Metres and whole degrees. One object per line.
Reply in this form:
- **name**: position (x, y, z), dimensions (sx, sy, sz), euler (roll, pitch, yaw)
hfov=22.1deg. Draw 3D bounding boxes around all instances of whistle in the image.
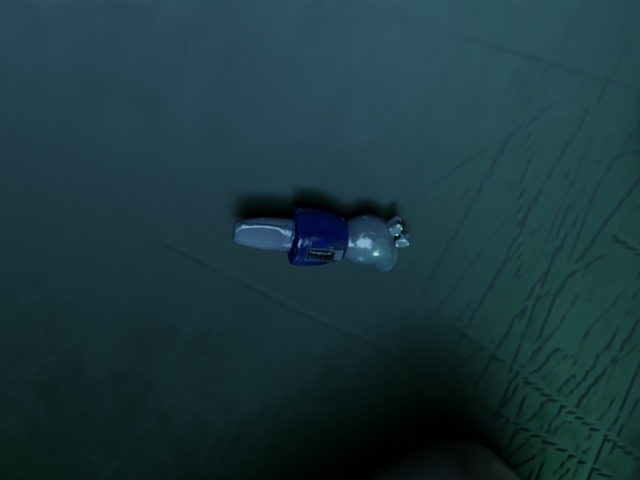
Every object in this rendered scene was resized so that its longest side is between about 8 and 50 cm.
- **whistle**: position (0.000, 0.000, 0.766), dimensions (0.083, 0.029, 0.033), euler (5, 128, -11)

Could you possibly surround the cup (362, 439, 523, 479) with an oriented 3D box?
- **cup**: position (0.054, 0.237, 0.769), dimensions (0.200, 0.191, 0.253), euler (-35, 92, 10)
